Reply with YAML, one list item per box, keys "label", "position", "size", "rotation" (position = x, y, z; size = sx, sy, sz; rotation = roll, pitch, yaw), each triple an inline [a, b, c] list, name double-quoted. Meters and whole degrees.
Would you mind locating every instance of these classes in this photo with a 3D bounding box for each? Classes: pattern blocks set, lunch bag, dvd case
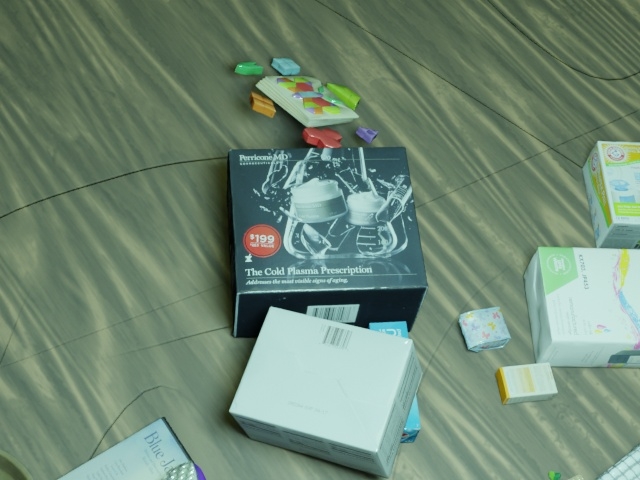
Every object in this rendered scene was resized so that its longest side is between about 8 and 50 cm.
- label: "pattern blocks set"
  position: [-0.025, -0.286, 2.173]
  size: [0.325, 0.026, 0.285]
  rotation: [36, 33, 23]
- label: "lunch bag"
  position: [0.303, 0.168, 1.998]
  size: [0.083, 0.053, 0.071]
  rotation: [-7, 62, -22]
- label: "dvd case"
  position: [-0.324, 0.431, 1.783]
  size: [0.253, 0.022, 0.180]
  rotation: [-29, 66, -22]

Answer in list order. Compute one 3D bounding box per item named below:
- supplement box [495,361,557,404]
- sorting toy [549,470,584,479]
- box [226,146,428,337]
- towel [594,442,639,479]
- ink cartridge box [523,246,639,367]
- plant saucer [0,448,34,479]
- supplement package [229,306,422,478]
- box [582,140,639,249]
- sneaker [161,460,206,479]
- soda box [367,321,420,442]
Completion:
- label: "supplement box"
  position: [0.378, 0.262, 1.957]
  size: [0.098, 0.036, 0.062]
  rotation: [-4, 59, -9]
- label: "sorting toy"
  position: [0.436, 0.437, 1.873]
  size: [0.062, 0.012, 0.083]
  rotation: [-21, 67, -13]
- label: "box"
  position: [0.000, 0.000, 1.990]
  size: [0.343, 0.179, 0.313]
  rotation: [-2, 58, -8]
- label: "towel"
  position: [0.539, 0.490, 1.789]
  size: [0.283, 0.121, 0.235]
  rotation: [-33, 76, -18]
- label: "ink cartridge box"
  position: [0.580, 0.127, 2.014]
  size: [0.353, 0.119, 0.207]
  rotation: [1, 59, -6]
- label: "plant saucer"
  position: [-0.587, 0.463, 1.719]
  size: [0.277, 0.041, 0.278]
  rotation: [2, 59, -3]
- label: "supplement package"
  position: [0.015, 0.255, 1.808]
  size: [0.261, 0.145, 0.204]
  rotation: [12, 64, 19]
- label: "box"
  position: [0.612, -0.091, 2.159]
  size: [0.114, 0.103, 0.203]
  rotation: [2, 59, -6]
- label: "sneaker"
  position: [-0.190, 0.501, 1.705]
  size: [0.102, 0.146, 0.293]
  rotation: [-32, 44, 20]
- label: "soda box"
  position: [0.128, 0.254, 1.916]
  size: [0.071, 0.067, 0.210]
  rotation: [-1, 58, -7]
